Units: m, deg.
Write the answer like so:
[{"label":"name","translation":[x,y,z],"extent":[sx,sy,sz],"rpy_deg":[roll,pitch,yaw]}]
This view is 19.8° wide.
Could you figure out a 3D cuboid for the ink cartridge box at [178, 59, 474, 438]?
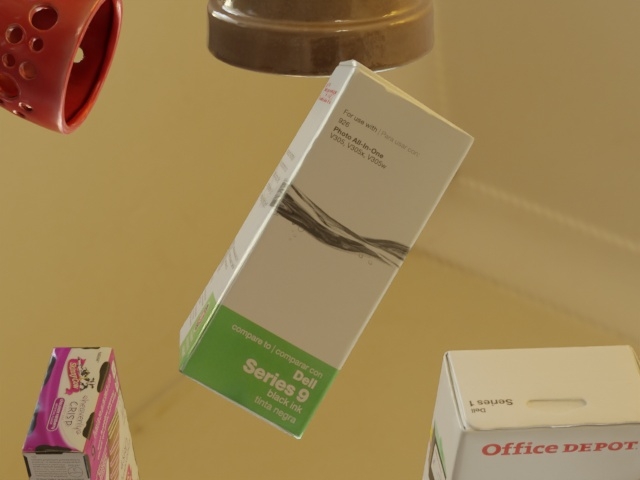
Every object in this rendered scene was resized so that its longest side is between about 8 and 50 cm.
[{"label":"ink cartridge box","translation":[0.000,0.000,1.564],"extent":[0.122,0.289,0.211],"rpy_deg":[30,4,-6]}]

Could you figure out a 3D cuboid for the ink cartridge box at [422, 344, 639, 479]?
[{"label":"ink cartridge box","translation":[0.216,0.243,1.887],"extent":[0.117,0.201,0.278],"rpy_deg":[-101,-168,-47]}]

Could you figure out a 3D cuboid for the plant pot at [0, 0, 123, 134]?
[{"label":"plant pot","translation":[-0.350,-0.245,2.217],"extent":[0.174,0.191,0.191],"rpy_deg":[22,-40,7]}]

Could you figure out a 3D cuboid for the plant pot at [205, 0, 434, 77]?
[{"label":"plant pot","translation":[-0.002,-0.324,2.049],"extent":[0.263,0.263,0.229],"rpy_deg":[20,-60,39]}]

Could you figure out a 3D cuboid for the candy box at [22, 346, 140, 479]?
[{"label":"candy box","translation":[-0.250,0.251,1.967],"extent":[0.071,0.159,0.233],"rpy_deg":[1,-50,7]}]
